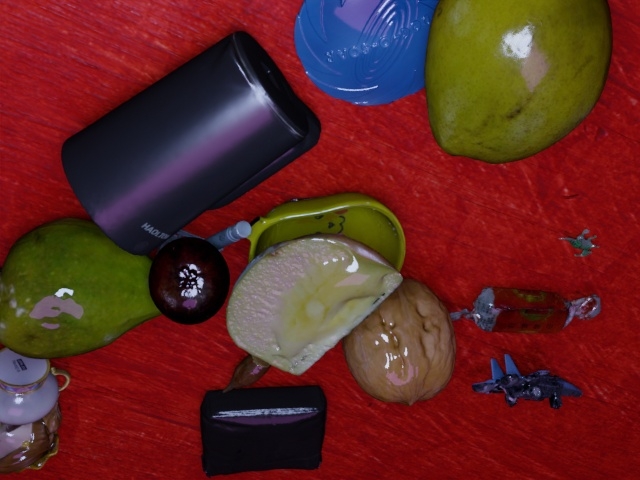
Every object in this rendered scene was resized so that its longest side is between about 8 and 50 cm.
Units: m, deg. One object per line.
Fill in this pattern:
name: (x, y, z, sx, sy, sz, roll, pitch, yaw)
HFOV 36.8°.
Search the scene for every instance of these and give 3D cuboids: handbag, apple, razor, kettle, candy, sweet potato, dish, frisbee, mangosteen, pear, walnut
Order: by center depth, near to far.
pear: (0.262, -0.245, 1.315, 0.252, 0.253, 0.307, 10, 122, -15)
frisbee: (0.083, -0.294, 1.382, 0.242, 0.045, 0.242, -5, 129, -6)
kettle: (-0.169, -0.122, 1.387, 0.308, 0.203, 0.262, -32, 124, 13)
mangosteen: (-0.194, 0.062, 1.436, 0.140, 0.140, 0.140, -4, 129, -5)
apple: (-0.028, 0.070, 1.473, 0.193, 0.120, 0.265, 35, 116, -20)
razor: (-0.164, 0.003, 1.502, 0.106, 0.068, 0.232, 22, 159, -24)
dish: (0.000, 0.000, 1.563, 0.262, 0.108, 0.221, -3, 129, -7)
walnut: (0.134, 0.175, 1.652, 0.195, 0.222, 0.195, -11, 156, -5)
candy: (0.368, 0.128, 1.748, 0.292, 0.059, 0.086, 2, 131, -9)
sweet potato: (-0.142, 0.249, 1.782, 0.049, 0.049, 0.117, 35, 116, -30)
handbag: (-0.111, 0.382, 1.872, 0.246, 0.080, 0.223, -2, 129, -6)

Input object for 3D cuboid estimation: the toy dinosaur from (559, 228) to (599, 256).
toy dinosaur: (0.450, 0.008, 1.689, 0.083, 0.021, 0.062, -3, 142, -7)

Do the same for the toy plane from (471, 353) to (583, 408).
toy plane: (0.421, 0.288, 1.873, 0.246, 0.078, 0.169, 22, 150, -27)

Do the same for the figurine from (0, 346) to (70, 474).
figurine: (-0.538, 0.312, 1.721, 0.189, 0.142, 0.263, -11, 134, -30)

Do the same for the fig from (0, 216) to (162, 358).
fig: (-0.358, 0.091, 1.523, 0.314, 0.233, 0.233, 19, 124, -34)

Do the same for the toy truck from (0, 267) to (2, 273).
toy truck: (-0.620, 0.063, 1.522, 0.114, 0.124, 0.253, -38, 122, 24)
